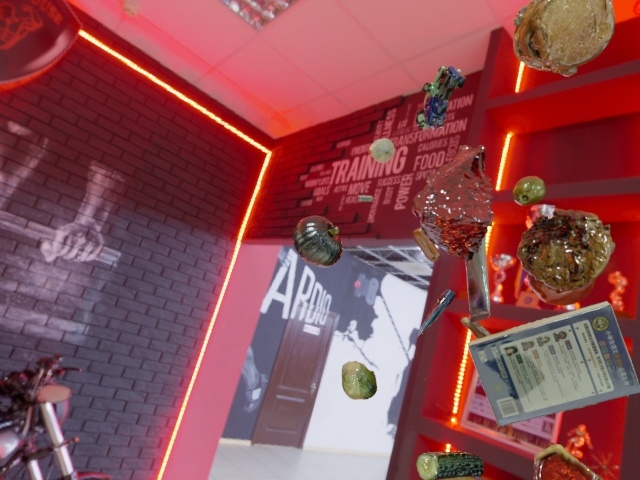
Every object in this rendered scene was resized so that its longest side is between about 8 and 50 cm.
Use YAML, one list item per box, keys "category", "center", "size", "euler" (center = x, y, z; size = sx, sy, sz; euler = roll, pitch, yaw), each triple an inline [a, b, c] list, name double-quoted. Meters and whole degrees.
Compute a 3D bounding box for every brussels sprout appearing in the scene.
- category: "brussels sprout"
  center: [0.156, 0.561, 1.635]
  size: [0.131, 0.146, 0.183]
  euler: [-4, -25, 33]

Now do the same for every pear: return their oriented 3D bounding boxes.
- category: "pear"
  center: [0.771, -0.183, 1.517]
  size: [0.107, 0.131, 0.107]
  euler: [23, -38, 19]

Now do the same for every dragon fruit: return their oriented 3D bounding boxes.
- category: "dragon fruit"
  center: [0.414, -0.131, 1.322]
  size: [0.227, 0.329, 0.286]
  euler: [5, -26, 13]

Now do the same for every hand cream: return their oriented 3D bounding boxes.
- category: "hand cream"
  center: [0.544, 0.110, 1.437]
  size: [0.077, 0.341, 0.124]
  euler: [7, -19, -7]
- category: "hand cream"
  center: [0.543, 0.353, 1.950]
  size: [0.061, 0.271, 0.120]
  euler: [35, -9, 15]

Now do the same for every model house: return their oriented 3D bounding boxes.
- category: "model house"
  center: [0.622, 0.620, 0.959]
  size: [0.196, 0.254, 0.160]
  euler: [38, -62, -20]

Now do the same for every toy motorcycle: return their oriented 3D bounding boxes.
- category: "toy motorcycle"
  center: [0.585, -0.688, 2.034]
  size: [0.125, 0.196, 0.331]
  euler: [-5, -44, -29]

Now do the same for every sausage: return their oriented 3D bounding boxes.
- category: "sausage"
  center: [0.541, 0.023, 2.095]
  size: [0.198, 0.076, 0.076]
  euler: [57, -23, -7]

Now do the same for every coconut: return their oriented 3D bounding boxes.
- category: "coconut"
  center: [0.301, -0.439, 2.004]
  size: [0.116, 0.116, 0.122]
  euler: [19, 11, -12]

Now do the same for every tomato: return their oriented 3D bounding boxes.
- category: "tomato"
  center: [0.947, 0.136, 1.608]
  size: [0.259, 0.260, 0.180]
  euler: [18, -18, -8]

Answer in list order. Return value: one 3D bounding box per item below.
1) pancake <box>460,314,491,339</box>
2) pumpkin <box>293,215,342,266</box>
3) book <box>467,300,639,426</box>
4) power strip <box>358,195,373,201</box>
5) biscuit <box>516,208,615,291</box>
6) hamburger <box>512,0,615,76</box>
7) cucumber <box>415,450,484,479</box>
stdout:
- category: "pancake"
  center: [0.690, 0.412, 1.719]
  size: [0.212, 0.056, 0.257]
  euler: [51, 6, 8]
- category: "pumpkin"
  center: [0.000, 0.000, 1.851]
  size: [0.216, 0.250, 0.250]
  euler: [-30, -39, 27]
- category: "book"
  center: [0.713, 0.390, 1.268]
  size: [0.427, 0.300, 0.039]
  euler: [-21, 5, 14]
- category: "power strip"
  center: [0.237, -0.218, 2.134]
  size: [0.083, 0.027, 0.017]
  euler: [-1, 30, -12]
- category: "biscuit"
  center: [0.842, 0.019, 1.442]
  size: [0.081, 0.290, 0.334]
  euler: [22, 9, -25]
- category: "hamburger"
  center: [0.708, -0.632, 1.216]
  size: [0.260, 0.245, 0.211]
  euler: [19, 20, 6]
- category: "cucumber"
  center: [0.284, 0.481, 0.877]
  size: [0.187, 0.058, 0.058]
  euler: [21, -14, -36]
